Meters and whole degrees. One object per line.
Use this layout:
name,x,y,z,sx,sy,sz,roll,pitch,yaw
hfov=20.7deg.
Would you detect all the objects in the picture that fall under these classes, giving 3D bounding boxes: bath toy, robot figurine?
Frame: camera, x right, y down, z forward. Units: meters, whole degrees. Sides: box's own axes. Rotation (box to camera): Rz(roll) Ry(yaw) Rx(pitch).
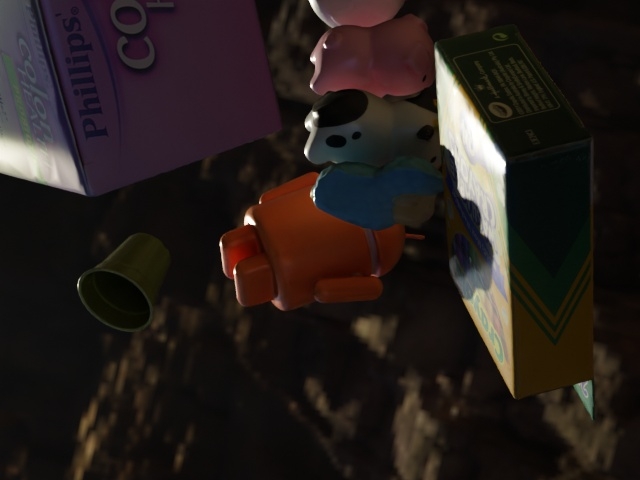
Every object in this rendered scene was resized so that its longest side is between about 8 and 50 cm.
bath toy,0.065,-0.184,1.875,0.151,0.348,0.129,15,142,-26
robot figurine,0.001,0.002,1.953,0.219,0.128,0.158,-20,-164,-13

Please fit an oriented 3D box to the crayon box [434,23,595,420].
crayon box,0.178,-0.005,1.602,0.083,0.323,0.203,-14,-142,-8

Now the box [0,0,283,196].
box,-0.148,-0.152,0.936,0.117,0.213,0.243,-21,-162,-27

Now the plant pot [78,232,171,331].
plant pot,-0.190,0.035,1.768,0.083,0.083,0.079,15,-135,15
